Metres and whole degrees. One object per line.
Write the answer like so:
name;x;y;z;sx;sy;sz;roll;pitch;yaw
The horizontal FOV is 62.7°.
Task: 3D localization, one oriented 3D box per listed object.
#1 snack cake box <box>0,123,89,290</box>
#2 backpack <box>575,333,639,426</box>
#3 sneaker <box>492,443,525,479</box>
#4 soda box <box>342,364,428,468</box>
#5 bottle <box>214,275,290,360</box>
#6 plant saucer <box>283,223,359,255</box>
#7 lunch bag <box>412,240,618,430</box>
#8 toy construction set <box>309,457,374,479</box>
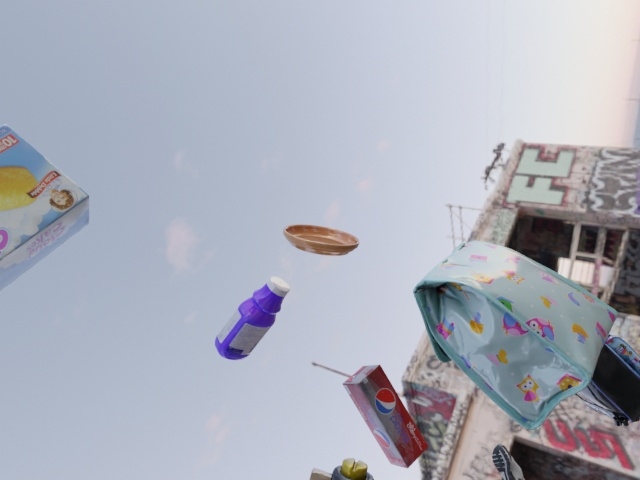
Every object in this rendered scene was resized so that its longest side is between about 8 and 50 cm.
snack cake box;-0.450;-0.010;0.666;0.264;0.152;0.089;-50;0;-35
backpack;0.534;0.258;1.003;0.117;0.158;0.173;-41;-15;-2
sneaker;0.398;0.479;1.112;0.044;0.040;0.109;-24;-88;-47
soda box;0.173;0.466;1.402;0.092;0.083;0.263;-31;-87;-33
bottle;-0.193;0.226;1.528;0.118;0.092;0.283;16;-61;-45
plant saucer;0.000;0.000;1.353;0.200;0.200;0.037;-10;-67;-56
lunch bag;0.285;0.116;0.812;0.223;0.262;0.160;-27;-30;-49
toy construction set;-0.022;0.415;0.663;0.237;0.309;0.257;-30;-72;-81
